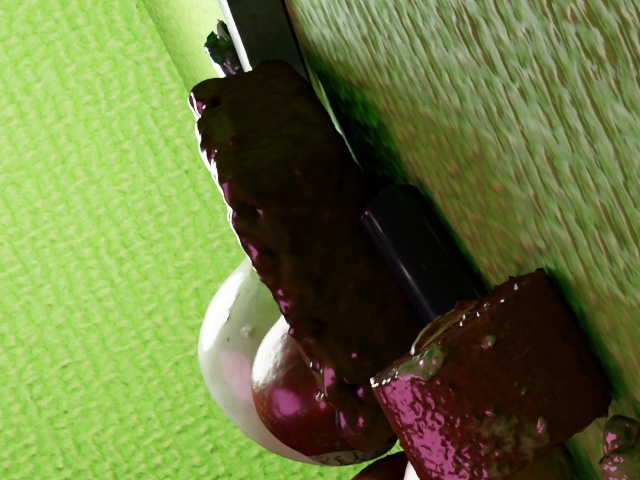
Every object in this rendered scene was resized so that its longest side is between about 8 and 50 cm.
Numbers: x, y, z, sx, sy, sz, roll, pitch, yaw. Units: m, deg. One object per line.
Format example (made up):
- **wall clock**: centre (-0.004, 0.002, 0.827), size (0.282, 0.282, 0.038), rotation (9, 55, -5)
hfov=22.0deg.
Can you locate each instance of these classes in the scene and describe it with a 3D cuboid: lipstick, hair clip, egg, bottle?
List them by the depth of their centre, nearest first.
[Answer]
- **bottle**: centre (0.128, 0.055, 1.678), size (0.244, 0.072, 0.082), rotation (59, -176, 30)
- **lipstick**: centre (-0.068, -0.239, 2.010), size (0.068, 0.066, 0.317), rotation (57, 172, 41)
- **hair clip**: centre (-0.104, -0.246, 2.237), size (0.110, 0.096, 0.358), rotation (20, -178, -5)
- **egg**: centre (-0.023, 0.178, 2.427), size (0.345, 0.283, 0.283), rotation (51, 173, 0)

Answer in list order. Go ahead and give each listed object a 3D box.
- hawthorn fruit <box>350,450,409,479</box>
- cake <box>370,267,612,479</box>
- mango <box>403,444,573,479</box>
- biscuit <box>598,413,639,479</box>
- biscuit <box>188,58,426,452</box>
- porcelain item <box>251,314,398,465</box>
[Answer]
- **hawthorn fruit**: centre (0.151, 0.403, 2.189), size (0.285, 0.284, 0.369), rotation (60, 153, 20)
- **cake**: centre (0.139, 0.130, 1.449), size (0.151, 0.177, 0.283), rotation (62, 175, 1)
- **mango**: centre (0.164, 0.265, 1.721), size (0.290, 0.159, 0.191), rotation (-90, 24, -46)
- **biscuit**: centre (0.279, 0.244, 1.363), size (0.061, 0.055, 0.219), rotation (-107, -6, -64)
- **biscuit**: centre (0.000, 0.000, 1.914), size (0.395, 0.166, 0.343), rotation (63, 179, -26)
- **porcelain item**: centre (0.031, 0.185, 2.182), size (0.253, 0.253, 0.253), rotation (61, 173, 12)
